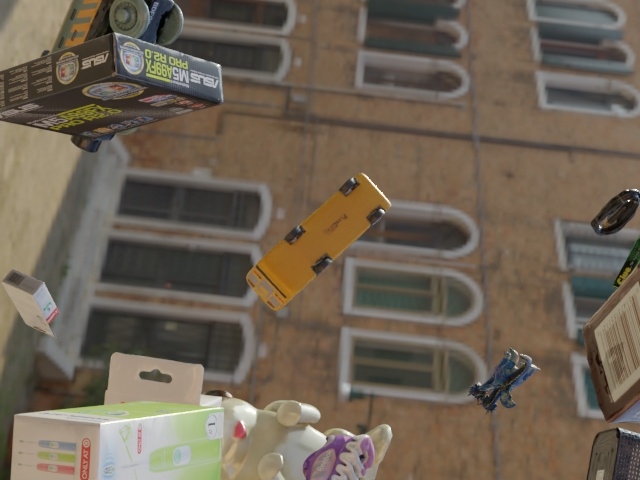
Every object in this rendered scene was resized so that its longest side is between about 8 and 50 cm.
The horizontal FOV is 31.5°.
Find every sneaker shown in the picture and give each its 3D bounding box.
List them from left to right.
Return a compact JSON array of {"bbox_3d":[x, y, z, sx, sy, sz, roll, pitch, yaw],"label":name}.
[{"bbox_3d":[0.004,0.456,2.141,0.236,0.104,0.095,-51,139,-34],"label":"sneaker"}]

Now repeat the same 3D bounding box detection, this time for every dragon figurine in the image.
[{"bbox_3d":[0.415,0.323,2.554,0.144,0.085,0.289,-54,180,-9],"label":"dragon figurine"}]

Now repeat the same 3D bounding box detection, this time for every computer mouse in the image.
[{"bbox_3d":[0.428,-0.086,1.408,0.242,0.071,0.041,-41,-131,32],"label":"computer mouse"}]

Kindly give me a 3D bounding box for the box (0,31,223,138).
[{"bbox_3d":[-0.306,-0.209,1.586,0.216,0.270,0.060,7,76,-56],"label":"box"}]

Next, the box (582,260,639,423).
[{"bbox_3d":[0.531,0.112,1.345,0.191,0.381,0.143,112,-25,-56],"label":"box"}]

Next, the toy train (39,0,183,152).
[{"bbox_3d":[-0.367,-0.319,1.908,0.142,0.190,0.334,-11,132,-61],"label":"toy train"}]

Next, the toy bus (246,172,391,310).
[{"bbox_3d":[0.000,0.000,2.419,0.332,0.108,0.130,-42,177,-29],"label":"toy bus"}]

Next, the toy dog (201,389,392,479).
[{"bbox_3d":[-0.109,0.459,2.393,0.395,0.408,0.285,-32,-145,65],"label":"toy dog"}]

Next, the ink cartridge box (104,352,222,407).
[{"bbox_3d":[-0.309,0.395,2.177,0.119,0.207,0.353,0,96,-74],"label":"ink cartridge box"}]

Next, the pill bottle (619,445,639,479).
[{"bbox_3d":[0.862,0.593,2.639,0.210,0.363,0.210,-33,-130,50],"label":"pill bottle"}]

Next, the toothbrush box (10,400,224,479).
[{"bbox_3d":[-0.234,0.302,1.337,0.283,0.122,0.206,12,80,-65],"label":"toothbrush box"}]

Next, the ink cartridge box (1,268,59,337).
[{"bbox_3d":[-0.428,0.095,1.696,0.029,0.063,0.115,-56,153,-29],"label":"ink cartridge box"}]

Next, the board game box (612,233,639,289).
[{"bbox_3d":[0.661,0.087,2.255,0.136,0.030,0.259,-57,139,-7],"label":"board game box"}]

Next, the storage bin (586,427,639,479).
[{"bbox_3d":[0.561,0.452,2.125,0.122,0.084,0.180,125,-19,-71],"label":"storage bin"}]
